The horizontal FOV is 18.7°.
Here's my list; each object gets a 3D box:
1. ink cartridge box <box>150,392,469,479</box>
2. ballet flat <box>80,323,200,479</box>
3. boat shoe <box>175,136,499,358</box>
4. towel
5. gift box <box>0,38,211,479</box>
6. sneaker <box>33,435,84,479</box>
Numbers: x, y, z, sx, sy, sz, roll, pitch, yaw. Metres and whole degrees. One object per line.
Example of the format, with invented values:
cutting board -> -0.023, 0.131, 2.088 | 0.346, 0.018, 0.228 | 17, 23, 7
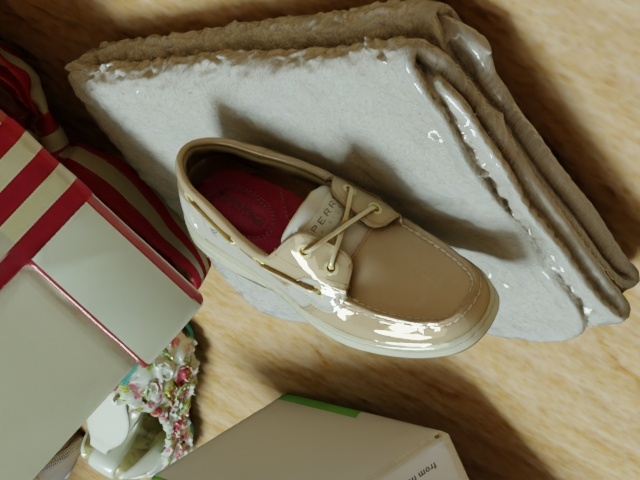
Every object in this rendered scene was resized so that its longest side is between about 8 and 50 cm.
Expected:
ink cartridge box -> 0.034, 0.244, 1.166 | 0.198, 0.115, 0.273 | 6, 123, 61
ballet flat -> -0.131, 0.116, 1.309 | 0.091, 0.077, 0.241 | 29, 154, 11
boat shoe -> 0.000, 0.000, 0.869 | 0.170, 0.063, 0.059 | 22, 157, 30
towel -> 0.010, -0.031, 0.933 | 0.282, 0.049, 0.187 | 2, 137, 50
gift box -> -0.232, 0.012, 1.066 | 0.255, 0.258, 0.276 | 44, 174, -16
sneaker -> -0.269, 0.216, 1.584 | 0.137, 0.210, 0.366 | 32, -172, 7
